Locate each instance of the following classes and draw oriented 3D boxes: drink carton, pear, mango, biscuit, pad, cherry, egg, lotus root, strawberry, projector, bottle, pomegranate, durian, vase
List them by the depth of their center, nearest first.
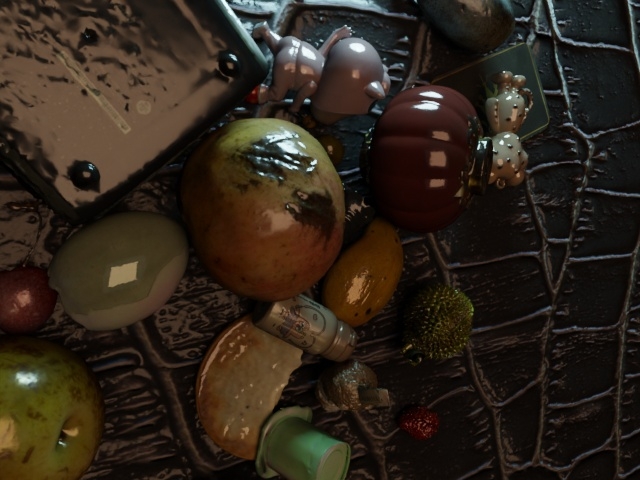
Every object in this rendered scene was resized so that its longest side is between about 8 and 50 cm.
[{"bbox_3d":[-0.470,0.267,0.715,0.280,0.280,0.281,-2,94,-26],"label":"pear"},{"bbox_3d":[-0.354,-0.283,0.745,0.405,0.242,0.395,-44,111,-16],"label":"projector"},{"bbox_3d":[-0.487,0.048,0.783,0.107,0.090,0.226,-3,98,-6],"label":"cherry"},{"bbox_3d":[-0.319,0.041,0.813,0.217,0.183,0.183,-32,106,-13],"label":"egg"},{"bbox_3d":[-0.099,-0.053,0.846,0.322,0.322,0.322,-2,94,-26],"label":"pomegranate"},{"bbox_3d":[-0.027,0.171,0.969,0.209,0.110,0.097,32,57,-20],"label":"bottle"},{"bbox_3d":[-0.028,0.430,0.980,0.144,0.142,0.146,14,89,-48],"label":"drink carton"},{"bbox_3d":[-0.148,0.271,0.989,0.204,0.040,0.309,28,79,-26],"label":"biscuit"},{"bbox_3d":[0.000,0.000,1.018,0.237,0.115,0.115,-48,111,-11],"label":"vase"},{"bbox_3d":[0.101,0.069,1.062,0.157,0.109,0.262,37,76,-19],"label":"mango"},{"bbox_3d":[0.309,-0.558,1.107,0.322,0.140,0.158,29,81,-22],"label":"lotus root"},{"bbox_3d":[0.266,0.194,1.134,0.159,0.146,0.198,16,101,-26],"label":"durian"},{"bbox_3d":[0.231,0.436,1.169,0.096,0.083,0.083,6,91,-19],"label":"strawberry"},{"bbox_3d":[0.471,-0.318,1.242,0.375,0.063,0.315,-28,105,-21],"label":"pad"}]

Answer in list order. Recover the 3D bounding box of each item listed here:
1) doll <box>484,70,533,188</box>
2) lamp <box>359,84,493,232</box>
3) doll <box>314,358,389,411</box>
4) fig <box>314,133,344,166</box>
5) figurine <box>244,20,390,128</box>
[{"bbox_3d":[0.446,-0.262,1.185,0.154,0.119,0.278,15,87,-26],"label":"doll"},{"bbox_3d":[0.218,-0.166,1.016,0.303,0.257,0.303,-39,135,-56],"label":"lamp"},{"bbox_3d":[0.057,0.299,0.995,0.105,0.221,0.115,10,76,-15],"label":"doll"},{"bbox_3d":[0.017,-0.186,1.028,0.088,0.074,0.074,-7,97,-52],"label":"fig"},{"bbox_3d":[-0.007,-0.325,0.982,0.287,0.186,0.176,8,50,-7],"label":"figurine"}]
